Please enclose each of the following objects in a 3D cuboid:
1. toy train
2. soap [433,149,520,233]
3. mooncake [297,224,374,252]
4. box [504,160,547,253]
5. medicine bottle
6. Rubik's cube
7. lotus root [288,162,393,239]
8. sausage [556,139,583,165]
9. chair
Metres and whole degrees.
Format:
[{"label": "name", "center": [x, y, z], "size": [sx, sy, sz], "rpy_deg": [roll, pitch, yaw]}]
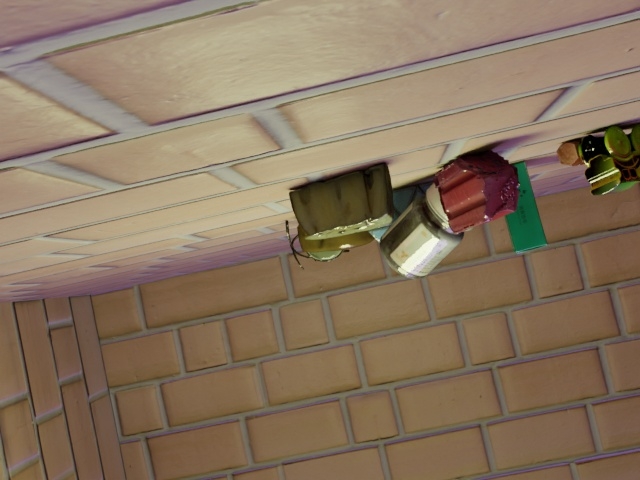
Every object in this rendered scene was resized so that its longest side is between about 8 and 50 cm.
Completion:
[{"label": "toy train", "center": [0.738, -0.194, 1.663], "size": [0.296, 0.160, 0.100], "rpy_deg": [-10, 170, -30]}, {"label": "soap", "center": [0.350, -0.111, 1.578], "size": [0.099, 0.162, 0.250], "rpy_deg": [-12, 176, -11]}, {"label": "mooncake", "center": [0.058, -0.038, 2.103], "size": [0.235, 0.117, 0.235], "rpy_deg": [-13, -173, 2]}, {"label": "box", "center": [0.562, -0.091, 1.986], "size": [0.092, 0.245, 0.153], "rpy_deg": [-16, 177, 12]}, {"label": "medicine bottle", "center": [0.292, -0.036, 1.835], "size": [0.165, 0.165, 0.273], "rpy_deg": [-8, 148, -48]}, {"label": "Rubik's cube", "center": [0.232, -0.069, 2.024], "size": [0.228, 0.229, 0.233], "rpy_deg": [-50, 150, -24]}, {"label": "lotus root", "center": [0.059, -0.076, 1.483], "size": [0.235, 0.119, 0.138], "rpy_deg": [-15, 170, 31]}, {"label": "sausage", "center": [0.659, -0.219, 1.744], "size": [0.169, 0.065, 0.065], "rpy_deg": [-11, 176, -39]}, {"label": "chair", "center": [0.000, 0.000, 2.285], "size": [0.170, 0.159, 0.326], "rpy_deg": [-15, 178, 6]}]
